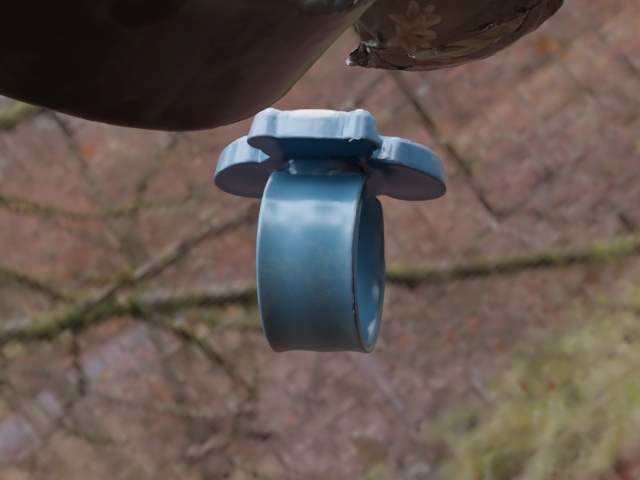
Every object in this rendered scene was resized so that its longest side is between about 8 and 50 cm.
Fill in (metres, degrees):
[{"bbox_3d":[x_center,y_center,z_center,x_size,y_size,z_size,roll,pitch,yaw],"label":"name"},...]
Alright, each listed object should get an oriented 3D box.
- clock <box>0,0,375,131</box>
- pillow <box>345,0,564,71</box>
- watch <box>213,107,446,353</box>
[{"bbox_3d":[-0.139,-0.192,0.693,0.076,0.386,0.386,-50,-8,25],"label":"clock"},{"bbox_3d":[0.057,-0.198,1.149,0.169,0.255,0.059,-16,45,15],"label":"pillow"},{"bbox_3d":[0.000,0.000,1.642,0.210,0.193,0.211,3,-15,1],"label":"watch"}]
